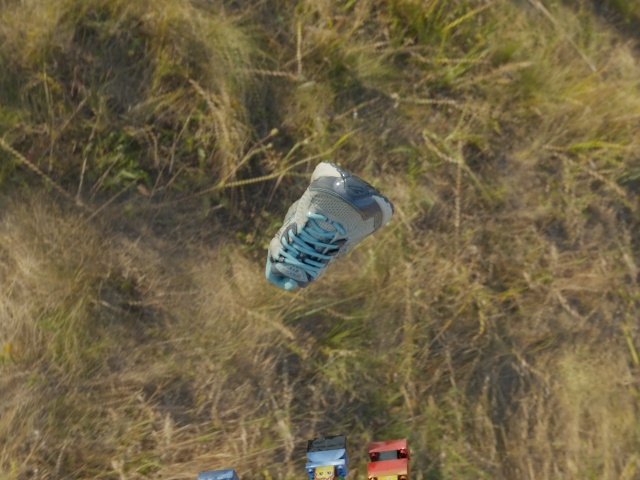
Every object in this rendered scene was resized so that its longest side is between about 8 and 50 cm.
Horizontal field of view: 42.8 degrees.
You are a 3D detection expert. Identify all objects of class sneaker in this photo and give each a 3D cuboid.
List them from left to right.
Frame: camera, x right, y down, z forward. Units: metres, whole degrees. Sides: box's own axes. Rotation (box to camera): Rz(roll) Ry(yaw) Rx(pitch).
[{"bbox_3d":[0.000,0.000,1.015,0.110,0.283,0.122,33,69,-3],"label":"sneaker"}]

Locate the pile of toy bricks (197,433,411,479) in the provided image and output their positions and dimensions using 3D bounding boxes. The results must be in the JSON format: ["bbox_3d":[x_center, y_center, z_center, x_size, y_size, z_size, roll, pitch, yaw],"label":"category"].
[{"bbox_3d":[-0.011,0.236,0.642,0.212,0.118,0.105,-10,37,12],"label":"pile of toy bricks"}]
